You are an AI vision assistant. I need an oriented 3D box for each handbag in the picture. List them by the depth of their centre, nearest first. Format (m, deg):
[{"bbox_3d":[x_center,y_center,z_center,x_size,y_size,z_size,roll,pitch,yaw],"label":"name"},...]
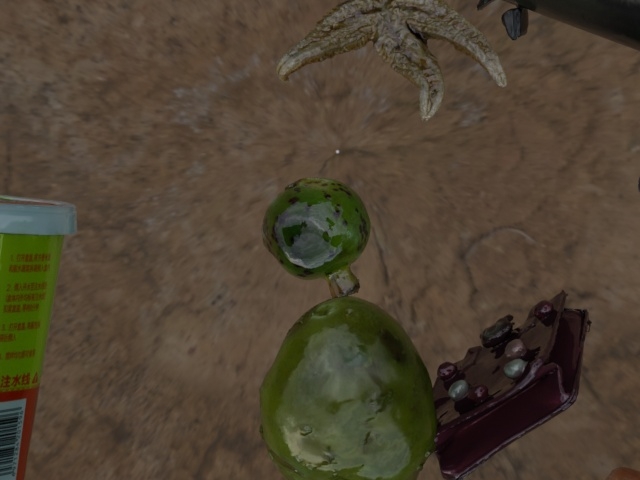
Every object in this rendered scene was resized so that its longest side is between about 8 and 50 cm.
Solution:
[{"bbox_3d":[0.207,0.159,1.541,0.203,0.216,0.074,-37,102,28],"label":"handbag"}]

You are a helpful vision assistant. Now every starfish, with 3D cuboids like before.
[{"bbox_3d":[0.088,-0.315,1.754,0.375,0.094,0.327,22,78,9],"label":"starfish"}]

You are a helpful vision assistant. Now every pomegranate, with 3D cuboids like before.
[{"bbox_3d":[0.003,-0.008,1.782,0.143,0.122,0.169,-21,70,-27],"label":"pomegranate"}]

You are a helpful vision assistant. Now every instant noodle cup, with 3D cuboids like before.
[{"bbox_3d":[-0.400,0.104,1.330,0.294,0.294,0.307,5,92,0],"label":"instant noodle cup"}]

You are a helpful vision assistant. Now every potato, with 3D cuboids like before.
[{"bbox_3d":[0.027,0.173,1.373,0.186,0.148,0.253,-13,119,-13],"label":"potato"}]

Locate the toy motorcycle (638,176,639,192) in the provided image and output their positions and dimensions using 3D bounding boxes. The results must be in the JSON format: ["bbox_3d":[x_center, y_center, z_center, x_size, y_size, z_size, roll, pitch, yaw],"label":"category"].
[{"bbox_3d":[0.349,-0.019,1.040,0.205,0.076,0.114,-2,56,-17],"label":"toy motorcycle"}]

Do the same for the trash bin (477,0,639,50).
[{"bbox_3d":[0.318,-0.265,1.198,0.302,0.203,0.252,22,107,13],"label":"trash bin"}]

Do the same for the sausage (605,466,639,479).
[{"bbox_3d":[0.545,0.438,1.738,0.419,0.094,0.094,35,74,19],"label":"sausage"}]
